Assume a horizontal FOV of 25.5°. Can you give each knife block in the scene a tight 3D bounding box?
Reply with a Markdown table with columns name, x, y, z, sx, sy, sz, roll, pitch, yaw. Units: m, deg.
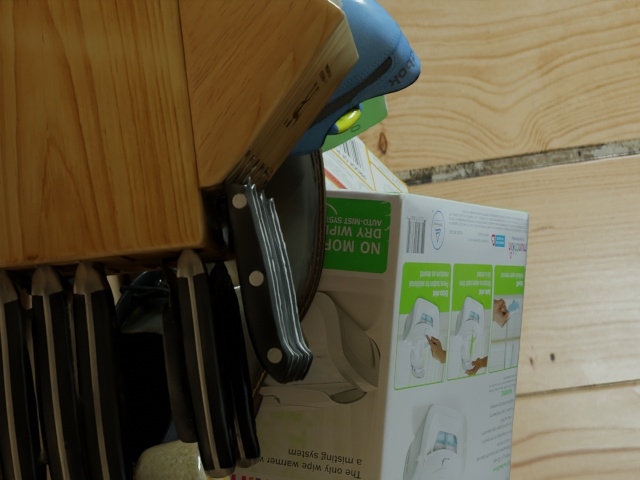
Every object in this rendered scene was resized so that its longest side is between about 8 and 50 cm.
| name | x | y | z | sx | sy | sz | roll | pitch | yaw |
| --- | --- | --- | --- | --- | --- | --- | --- | --- | --- |
| knife block | -0.108 | -0.030 | 0.587 | 0.275 | 0.242 | 0.088 | 38 | -1 | 7 |

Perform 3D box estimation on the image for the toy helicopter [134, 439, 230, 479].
| name | x | y | z | sx | sy | sz | roll | pitch | yaw |
| --- | --- | --- | --- | --- | --- | --- | --- | --- | --- |
| toy helicopter | -0.025 | 0.242 | 0.725 | 0.235 | 0.140 | 0.355 | -89 | 166 | -63 |

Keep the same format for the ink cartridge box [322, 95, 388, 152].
| name | x | y | z | sx | sy | sz | roll | pitch | yaw |
| --- | --- | --- | --- | --- | --- | --- | --- | --- | --- |
| ink cartridge box | -0.085 | -0.290 | 1.044 | 0.385 | 0.091 | 0.308 | 56 | -14 | 39 |

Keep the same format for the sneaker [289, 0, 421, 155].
| name | x | y | z | sx | sy | sz | roll | pitch | yaw |
| --- | --- | --- | --- | --- | --- | --- | --- | --- | --- |
| sneaker | -0.037 | -0.060 | 0.718 | 0.082 | 0.209 | 0.069 | 35 | 50 | -26 |

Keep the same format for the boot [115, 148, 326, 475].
| name | x | y | z | sx | sy | sz | roll | pitch | yaw |
| --- | --- | --- | --- | --- | --- | --- | --- | --- | --- |
| boot | -0.054 | 0.028 | 0.751 | 0.106 | 0.082 | 0.219 | 11 | 94 | -76 |

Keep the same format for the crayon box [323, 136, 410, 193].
| name | x | y | z | sx | sy | sz | roll | pitch | yaw |
| --- | --- | --- | --- | --- | --- | --- | --- | --- | --- |
| crayon box | 0.022 | 0.035 | 1.227 | 0.203 | 0.083 | 0.323 | 41 | 27 | -41 |

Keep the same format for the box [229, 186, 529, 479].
| name | x | y | z | sx | sy | sz | roll | pitch | yaw |
| --- | --- | --- | --- | --- | --- | --- | --- | --- | --- |
| box | 0.039 | 0.085 | 0.915 | 0.262 | 0.126 | 0.231 | 1 | 93 | -66 |
